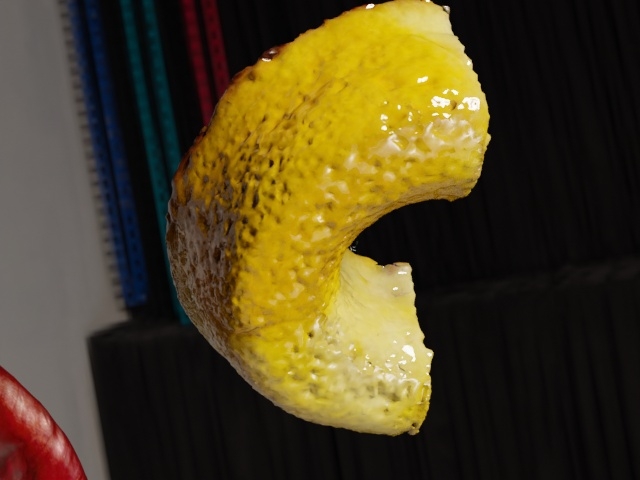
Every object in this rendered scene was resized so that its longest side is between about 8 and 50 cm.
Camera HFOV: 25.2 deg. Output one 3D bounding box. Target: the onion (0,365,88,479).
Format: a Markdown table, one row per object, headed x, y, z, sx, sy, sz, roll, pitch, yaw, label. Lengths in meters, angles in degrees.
| x | y | z | sx | sy | sz | roll | pitch | yaw | label |
| --- | --- | --- | --- | --- | --- | --- | --- | --- | --- |
| -0.269 | 0.170 | 0.775 | 0.273 | 0.273 | 0.285 | -10 | 15 | -33 | onion |

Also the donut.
| x | y | z | sx | sy | sz | roll | pitch | yaw | label |
| --- | --- | --- | --- | --- | --- | --- | --- | --- | --- |
| -0.005 | 0.004 | 0.785 | 0.152 | 0.259 | 0.101 | -4 | 35 | -17 | donut |

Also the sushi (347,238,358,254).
| x | y | z | sx | sy | sz | roll | pitch | yaw | label |
| --- | --- | --- | --- | --- | --- | --- | --- | --- | --- |
| -0.020 | -0.004 | 0.854 | 0.085 | 0.083 | 0.056 | -2 | 35 | -14 | sushi |
